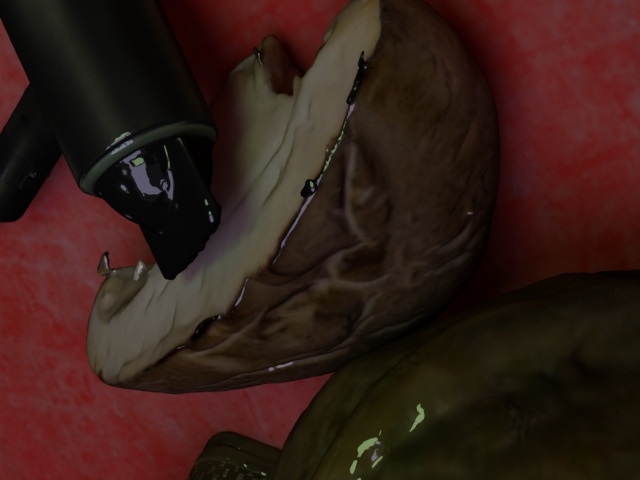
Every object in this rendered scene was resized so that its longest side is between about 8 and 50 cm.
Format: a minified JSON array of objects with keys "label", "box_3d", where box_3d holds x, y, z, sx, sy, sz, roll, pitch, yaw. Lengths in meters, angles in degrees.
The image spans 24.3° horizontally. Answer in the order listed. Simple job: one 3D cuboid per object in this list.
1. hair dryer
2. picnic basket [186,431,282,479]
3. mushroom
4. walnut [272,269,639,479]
[{"label":"hair dryer","box_3d":[-0.139,-0.039,0.801,0.248,0.078,0.196,-45,65,52]},{"label":"picnic basket","box_3d":[0.003,0.249,0.902,0.266,0.139,0.165,20,123,6]},{"label":"mushroom","box_3d":[0.000,0.000,0.783,0.151,0.156,0.286,23,129,-29]},{"label":"walnut","box_3d":[0.114,0.142,0.739,0.282,0.227,0.283,-7,109,-22]}]
